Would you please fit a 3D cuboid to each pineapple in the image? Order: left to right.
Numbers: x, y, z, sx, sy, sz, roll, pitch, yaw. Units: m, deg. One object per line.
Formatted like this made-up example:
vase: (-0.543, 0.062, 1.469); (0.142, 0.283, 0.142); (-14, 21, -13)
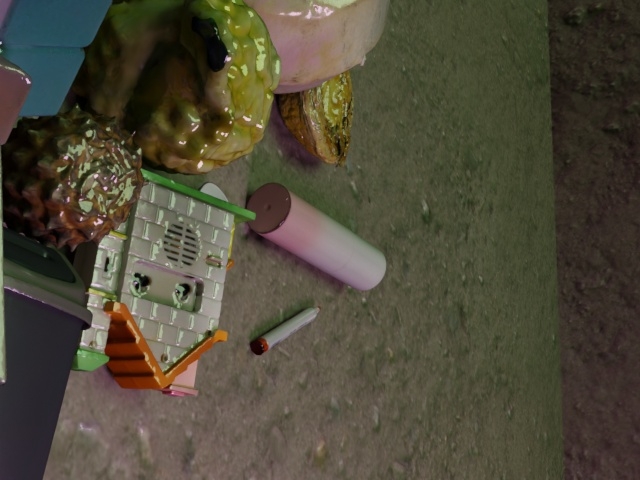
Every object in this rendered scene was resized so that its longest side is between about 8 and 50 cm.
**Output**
pineapple: (-0.287, -0.066, 1.072); (0.166, 0.193, 0.166); (4, 85, -49)

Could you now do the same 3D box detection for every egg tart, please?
egg tart: (-0.009, -0.249, 1.728); (0.232, 0.098, 0.252); (-17, 100, -67)

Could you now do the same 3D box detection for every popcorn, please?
popcorn: (-0.180, -0.222, 1.268); (0.237, 0.292, 0.293); (-37, 114, -51)

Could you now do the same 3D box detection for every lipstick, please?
lipstick: (0.000, 0.000, 1.666); (0.327, 0.087, 0.087); (32, 54, -53)

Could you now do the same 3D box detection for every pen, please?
pen: (-0.050, 0.140, 1.599); (0.218, 0.026, 0.026); (-27, 105, -60)

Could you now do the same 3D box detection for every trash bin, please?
trash bin: (-0.343, 0.120, 0.932); (0.209, 0.182, 0.291); (35, 57, -56)

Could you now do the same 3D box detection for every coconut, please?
coconut: (-0.056, -0.405, 1.480); (0.352, 0.352, 0.353); (27, 58, -55)

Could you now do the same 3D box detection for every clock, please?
clock: (-0.213, 0.058, 1.234); (0.219, 0.106, 0.255); (22, 69, -42)

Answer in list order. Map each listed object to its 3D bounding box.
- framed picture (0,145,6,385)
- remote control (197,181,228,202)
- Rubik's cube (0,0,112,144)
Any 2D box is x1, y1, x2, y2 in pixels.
framed picture: (-0.404, 0.022, 0.815); (0.016, 0.273, 0.217); (140, -55, -74)
remote control: (-0.192, 0.009, 1.373); (0.073, 0.044, 0.229); (55, 46, -32)
Rubik's cube: (-0.358, -0.302, 0.885); (0.368, 0.358, 0.387); (35, 33, -5)
